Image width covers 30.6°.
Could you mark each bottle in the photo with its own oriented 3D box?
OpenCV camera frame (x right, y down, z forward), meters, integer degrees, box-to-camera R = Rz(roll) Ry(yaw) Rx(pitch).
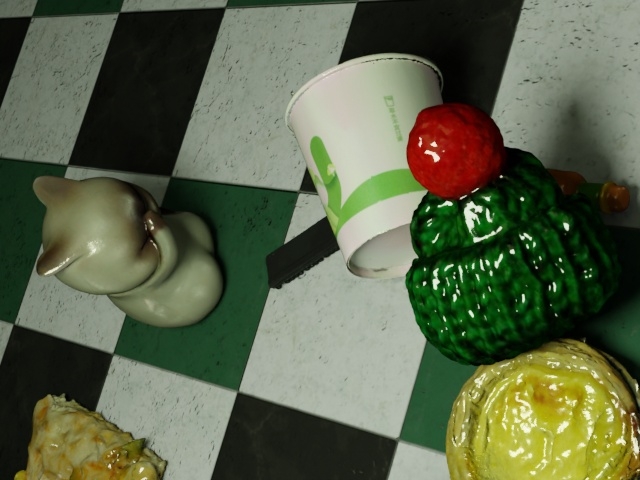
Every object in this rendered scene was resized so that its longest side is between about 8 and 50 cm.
[{"bbox_3d":[0.333,-0.062,1.599,0.187,0.069,0.069,9,78,43],"label":"bottle"}]

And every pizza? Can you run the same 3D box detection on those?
[{"bbox_3d":[-0.425,0.465,2.060,0.392,0.080,0.434,-15,64,38],"label":"pizza"}]

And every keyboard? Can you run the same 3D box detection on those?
[{"bbox_3d":[0.001,0.000,1.909,0.231,0.023,0.072,-34,45,27],"label":"keyboard"}]

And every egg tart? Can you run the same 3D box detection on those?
[{"bbox_3d":[0.290,0.253,1.488,0.279,0.095,0.278,-16,62,31],"label":"egg tart"}]

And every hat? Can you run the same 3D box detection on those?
[{"bbox_3d":[0.209,-0.027,1.503,0.274,0.332,0.242,-25,12,11],"label":"hat"}]

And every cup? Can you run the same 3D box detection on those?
[{"bbox_3d":[0.097,-0.101,1.726,0.253,0.253,0.274,-30,63,30],"label":"cup"}]

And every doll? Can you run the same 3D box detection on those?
[{"bbox_3d":[-0.312,0.021,1.984,0.226,0.370,0.215,-14,64,18],"label":"doll"}]
